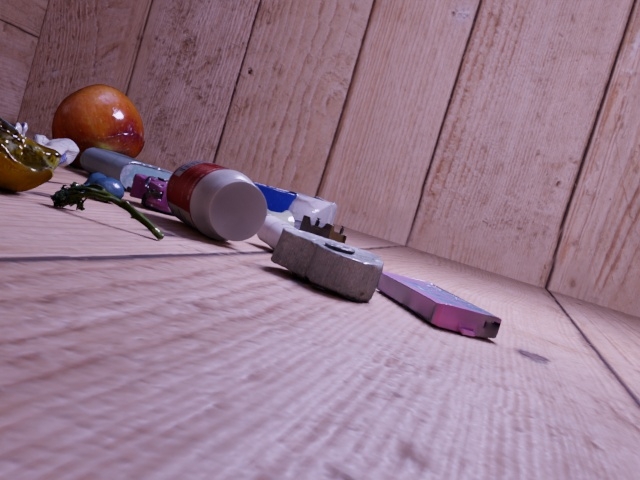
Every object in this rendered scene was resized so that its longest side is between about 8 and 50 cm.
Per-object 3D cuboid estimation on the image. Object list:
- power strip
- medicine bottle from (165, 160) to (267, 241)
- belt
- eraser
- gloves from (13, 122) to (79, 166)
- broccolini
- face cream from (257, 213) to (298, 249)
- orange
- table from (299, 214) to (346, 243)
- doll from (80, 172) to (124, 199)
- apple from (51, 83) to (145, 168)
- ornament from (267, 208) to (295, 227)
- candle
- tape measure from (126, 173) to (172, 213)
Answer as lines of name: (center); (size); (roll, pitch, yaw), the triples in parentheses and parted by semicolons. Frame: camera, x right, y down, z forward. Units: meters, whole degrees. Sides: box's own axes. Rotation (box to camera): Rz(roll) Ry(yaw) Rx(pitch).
power strip: (0.180, 0.098, 1.160); (0.109, 0.037, 0.279); (15, 4, -16)
medicine bottle: (-0.194, -0.073, 1.346); (0.131, 0.131, 0.250); (14, 5, -29)
belt: (-0.130, -0.088, 1.916); (0.347, 0.117, 0.212); (14, 3, -21)
eraser: (-0.497, -0.176, 1.898); (0.174, 0.081, 0.227); (11, 6, -45)
gloves: (-0.629, -0.203, 1.638); (0.119, 0.097, 0.229); (13, -2, 13)
broccolini: (-0.318, -0.050, 1.104); (0.194, 0.052, 0.054); (18, 8, 17)
face cream: (-0.038, 0.015, 1.361); (0.092, 0.058, 0.244); (19, 7, -43)
orange: (-0.491, -0.133, 1.122); (0.170, 0.112, 0.160); (41, -2, 12)
table: (0.000, 0.000, 1.467); (0.083, 0.082, 0.070); (19, 5, 28)
doll: (-0.421, -0.100, 1.404); (0.083, 0.050, 0.076); (21, 10, 34)
apple: (-0.626, -0.314, 2.050); (0.252, 0.206, 0.272); (-18, -10, -2)
ornament: (-0.139, -0.053, 1.740); (0.156, 0.074, 0.081); (13, -37, -43)
candle: (0.027, 0.040, 1.137); (0.169, 0.068, 0.192); (14, 8, -47)
tape measure: (-0.329, -0.098, 1.543); (0.118, 0.074, 0.125); (21, 8, 42)
